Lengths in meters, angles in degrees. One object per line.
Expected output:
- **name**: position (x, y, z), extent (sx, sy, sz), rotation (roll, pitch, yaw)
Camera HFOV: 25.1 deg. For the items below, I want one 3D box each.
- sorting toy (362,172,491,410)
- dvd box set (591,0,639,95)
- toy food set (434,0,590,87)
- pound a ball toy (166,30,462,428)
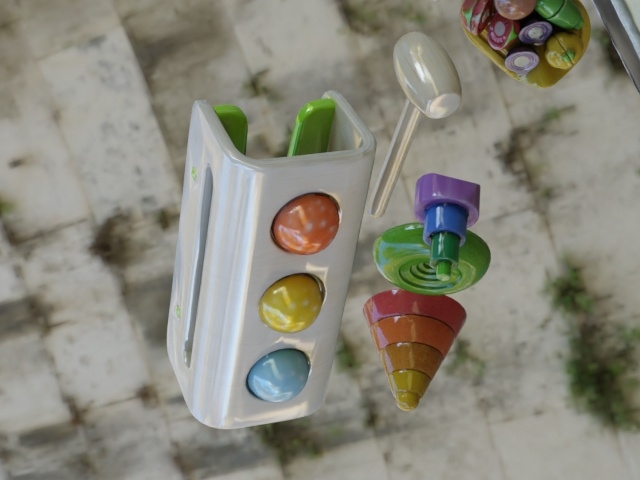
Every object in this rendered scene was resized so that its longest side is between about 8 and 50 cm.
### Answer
- **sorting toy**: position (0.112, 0.074, 1.533), extent (0.365, 0.127, 0.126), rotation (98, 179, -60)
- **dvd box set**: position (0.333, -0.046, 0.420), extent (0.308, 0.420, 0.062), rotation (62, -171, 0)
- **toy food set**: position (0.241, -0.268, 1.745), extent (0.218, 0.128, 0.071), rotation (37, -160, -21)
- **pound a ball toy**: position (0.000, 0.000, 1.183), extent (0.208, 0.319, 0.136), rotation (-6, -140, -23)
